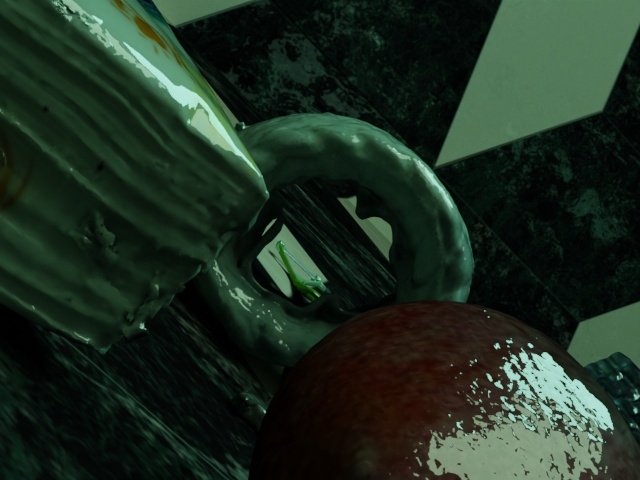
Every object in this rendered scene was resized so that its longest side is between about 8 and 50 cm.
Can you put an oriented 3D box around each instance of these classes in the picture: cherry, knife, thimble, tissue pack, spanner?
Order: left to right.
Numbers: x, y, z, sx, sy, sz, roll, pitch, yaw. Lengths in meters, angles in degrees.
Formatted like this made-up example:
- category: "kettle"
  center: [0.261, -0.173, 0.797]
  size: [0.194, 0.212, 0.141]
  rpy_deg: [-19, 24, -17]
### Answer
- category: "tissue pack"
  center: [-0.214, -0.137, 0.916]
  size: [0.287, 0.162, 0.388]
  rpy_deg: [40, 9, -32]
- category: "spanner"
  center: [-0.026, 0.124, 1.201]
  size: [0.054, 0.015, 0.254]
  rpy_deg: [47, 6, 4]
- category: "knife"
  center: [-0.015, 0.048, 1.745]
  size: [0.078, 0.022, 0.166]
  rpy_deg: [38, 6, -15]
- category: "thimble"
  center: [0.000, 0.000, 1.290]
  size: [0.250, 0.205, 0.172]
  rpy_deg: [22, 6, -1]
- category: "cherry"
  center: [0.059, 0.148, 0.842]
  size: [0.239, 0.206, 0.239]
  rpy_deg: [20, 44, -21]

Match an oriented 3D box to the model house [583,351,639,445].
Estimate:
- category: "model house"
  center: [0.310, 0.253, 1.664]
  size: [0.226, 0.241, 0.261]
  rpy_deg: [37, 11, -48]
